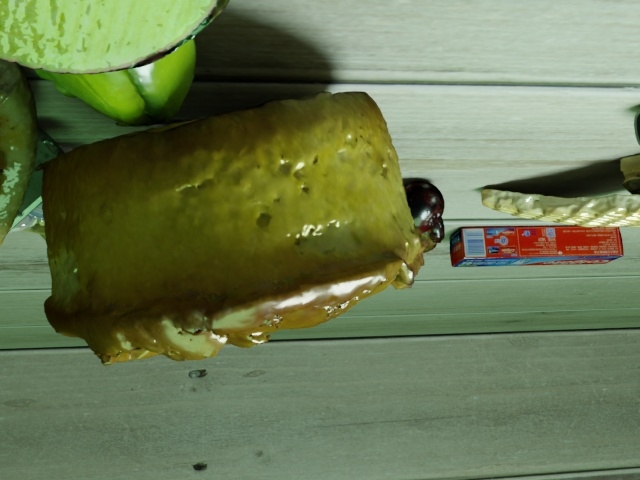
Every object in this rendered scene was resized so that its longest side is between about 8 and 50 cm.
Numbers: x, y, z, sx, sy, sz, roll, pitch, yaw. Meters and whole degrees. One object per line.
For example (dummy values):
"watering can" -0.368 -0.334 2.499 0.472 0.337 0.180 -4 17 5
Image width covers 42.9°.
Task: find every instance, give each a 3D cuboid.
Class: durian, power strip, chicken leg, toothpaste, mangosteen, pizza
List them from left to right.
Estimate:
"pizza" -0.379 -0.036 0.836 0.365 0.074 0.182 -54 175 28
"power strip" -0.383 -0.047 0.950 0.227 0.080 0.029 -37 -167 17
"durian" -0.169 -0.158 0.659 0.139 0.101 0.250 29 170 11
"chicken leg" 0.150 -0.006 1.458 0.106 0.051 0.253 9 164 -21
"mangosteen" 0.144 -0.052 1.213 0.081 0.081 0.081 -3 167 -1
"toothpaste" 0.411 0.011 1.555 0.320 0.066 0.076 0 166 -9

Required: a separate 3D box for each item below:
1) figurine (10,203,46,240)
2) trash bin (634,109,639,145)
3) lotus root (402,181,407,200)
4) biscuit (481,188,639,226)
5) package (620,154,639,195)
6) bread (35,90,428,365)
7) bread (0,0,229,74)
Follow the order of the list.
"figurine" -0.337 -0.044 1.045 0.208 0.128 0.184 11 165 -22
"trash bin" 0.457 -0.134 0.970 0.130 0.059 0.116 8 163 -44
"lotus root" 0.045 -0.035 1.035 0.138 0.214 0.138 -1 124 -1
"biscuit" 0.420 -0.045 1.240 0.309 0.040 0.204 4 177 37
"package" 0.486 -0.090 1.182 0.071 0.047 0.131 -10 165 31
"bread" -0.085 -0.017 0.799 0.398 0.215 0.398 -13 -173 2
"bread" -0.154 -0.194 0.480 0.228 0.033 0.228 -2 143 -2
